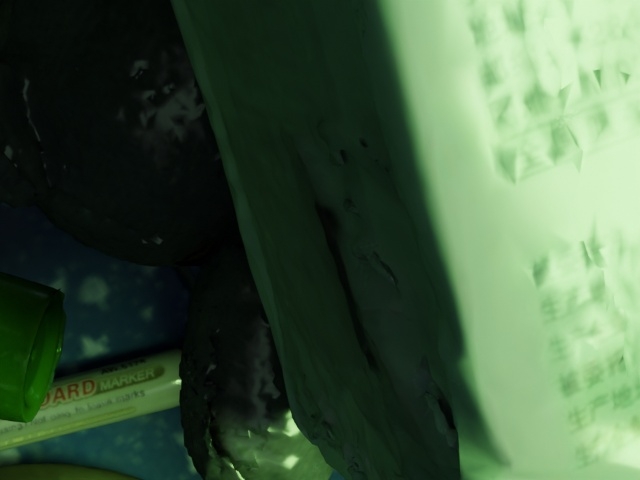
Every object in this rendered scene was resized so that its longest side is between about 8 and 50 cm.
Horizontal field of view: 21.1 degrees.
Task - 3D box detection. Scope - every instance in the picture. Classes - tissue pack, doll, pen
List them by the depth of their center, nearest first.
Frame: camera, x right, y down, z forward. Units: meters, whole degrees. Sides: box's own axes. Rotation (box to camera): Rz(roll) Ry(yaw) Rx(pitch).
[{"bbox_3d":[0.152,-0.132,0.513,0.405,0.205,0.331,-22,108,-16],"label":"tissue pack"},{"bbox_3d":[-0.007,-0.001,0.675,0.340,0.158,0.246,53,50,-26],"label":"doll"},{"bbox_3d":[-0.154,0.081,0.718,0.239,0.028,0.028,-13,111,-17],"label":"pen"}]

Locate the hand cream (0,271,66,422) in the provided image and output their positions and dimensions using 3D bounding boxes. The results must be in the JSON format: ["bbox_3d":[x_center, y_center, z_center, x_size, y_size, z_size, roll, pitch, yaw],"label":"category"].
[{"bbox_3d":[-0.231,0.014,0.613,0.275,0.050,0.079,12,78,4],"label":"hand cream"}]

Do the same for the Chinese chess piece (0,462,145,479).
[{"bbox_3d":[-0.123,0.216,0.734,0.250,0.103,0.249,-7,109,-21],"label":"Chinese chess piece"}]
